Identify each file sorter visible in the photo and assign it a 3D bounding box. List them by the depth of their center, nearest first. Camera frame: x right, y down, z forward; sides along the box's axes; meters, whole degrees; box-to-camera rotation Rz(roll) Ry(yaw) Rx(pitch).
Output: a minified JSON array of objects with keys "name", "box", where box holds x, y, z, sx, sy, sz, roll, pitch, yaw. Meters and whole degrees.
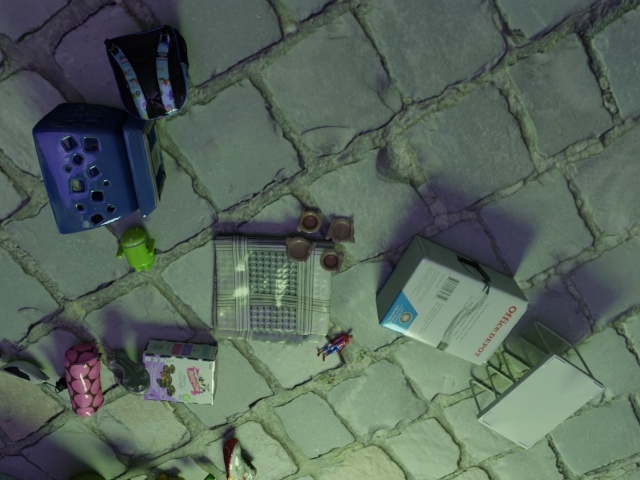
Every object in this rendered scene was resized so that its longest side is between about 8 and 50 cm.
[{"name":"file sorter","box":[0.572,0.389,1.596,0.193,0.173,0.278,33,113,-17]}]

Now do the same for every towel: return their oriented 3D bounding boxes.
[{"name":"towel","box":[-0.127,0.139,1.524,0.312,0.056,0.324,4,118,-3]}]

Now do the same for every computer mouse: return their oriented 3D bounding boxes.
[{"name":"computer mouse","box":[-0.791,0.371,1.623,0.193,0.106,0.042,20,84,-4]}]

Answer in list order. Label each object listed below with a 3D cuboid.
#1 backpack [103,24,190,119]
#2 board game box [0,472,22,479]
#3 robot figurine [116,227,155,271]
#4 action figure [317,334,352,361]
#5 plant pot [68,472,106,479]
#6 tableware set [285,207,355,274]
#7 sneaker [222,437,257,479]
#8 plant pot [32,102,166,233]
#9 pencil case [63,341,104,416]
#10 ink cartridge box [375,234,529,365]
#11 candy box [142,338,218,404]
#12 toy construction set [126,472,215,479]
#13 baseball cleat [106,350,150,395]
[{"name":"backpack","box":[-0.344,-0.340,1.213,0.158,0.117,0.173,-13,98,3]},{"name":"board game box","box":[-0.954,0.878,1.757,0.308,0.302,0.086,30,114,-14]},{"name":"robot figurine","box":[-0.454,0.020,1.449,0.101,0.067,0.115,-5,118,15]},{"name":"action figure","box":[0.044,0.296,1.623,0.115,0.030,0.038,-39,106,15]},{"name":"plant pot","box":[-0.727,0.845,1.737,0.274,0.293,0.275,-3,111,-7]},{"name":"tableware set","box":[0.000,0.000,1.440,0.168,0.020,0.141,16,85,-4]},{"name":"sneaker","box":[-0.248,0.698,1.807,0.092,0.088,0.225,-13,119,-17]},{"name":"plant pot","box":[-0.460,-0.170,1.266,0.212,0.236,0.236,-7,117,-5]},{"name":"pencil case","box":[-0.651,0.385,1.625,0.095,0.098,0.209,16,121,9]},{"name":"ink cartridge box","box":[0.330,0.156,1.496,0.307,0.129,0.223,23,114,-12]},{"name":"candy box","box":[-0.388,0.368,1.629,0.196,0.070,0.165,5,117,-3]},{"name":"toy construction set","box":[-0.518,0.815,1.812,0.237,0.257,0.309,45,133,-2]},{"name":"baseball cleat","box":[-0.509,0.375,1.584,0.072,0.206,0.109,-30,129,-27]}]
